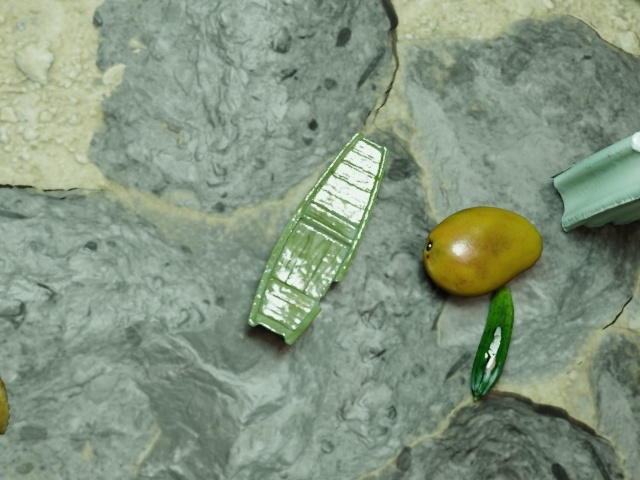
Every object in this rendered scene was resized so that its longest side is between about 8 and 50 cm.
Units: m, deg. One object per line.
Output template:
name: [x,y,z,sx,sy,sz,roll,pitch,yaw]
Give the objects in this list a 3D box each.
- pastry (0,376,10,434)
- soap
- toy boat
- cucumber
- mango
pastry: [-0.453,0.168,1.495,0.229,0.100,0.218,21,69,-4]
soap: [0.403,-0.080,1.692,0.150,0.261,0.094,-6,83,-16]
toy boat: [0.000,0.000,1.677,0.093,0.055,0.293,29,69,-2]
cucumber: [0.218,0.130,1.694,0.039,0.039,0.168,20,67,-6]
mango: [0.203,0.009,1.706,0.163,0.089,0.111,-31,93,-30]
